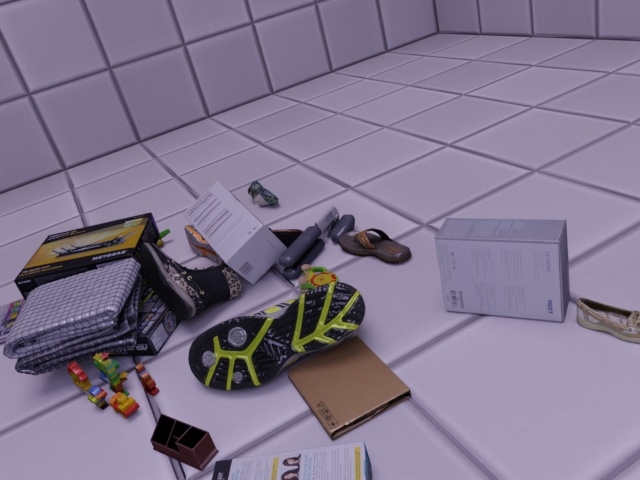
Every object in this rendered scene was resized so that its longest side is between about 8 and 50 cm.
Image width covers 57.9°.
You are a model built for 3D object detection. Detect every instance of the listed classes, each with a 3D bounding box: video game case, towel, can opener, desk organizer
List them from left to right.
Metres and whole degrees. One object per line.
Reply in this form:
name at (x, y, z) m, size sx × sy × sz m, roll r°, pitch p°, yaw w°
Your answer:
video game case at (-0.873, 0.224, 1.628) m, size 0.183 × 0.023 × 0.201 m, roll -20°, pitch 27°, yaw -8°
towel at (-0.546, 0.171, 1.326) m, size 0.284 × 0.121 × 0.235 m, roll -18°, pitch 29°, yaw 2°
desk organizer at (-0.248, 0.355, 1.027) m, size 0.130 × 0.050 × 0.047 m, roll 6°, pitch 34°, yaw 35°
can opener at (0.000, 0.000, 1.537) m, size 0.095 × 0.076 × 0.283 m, roll 2°, pitch 33°, yaw 32°

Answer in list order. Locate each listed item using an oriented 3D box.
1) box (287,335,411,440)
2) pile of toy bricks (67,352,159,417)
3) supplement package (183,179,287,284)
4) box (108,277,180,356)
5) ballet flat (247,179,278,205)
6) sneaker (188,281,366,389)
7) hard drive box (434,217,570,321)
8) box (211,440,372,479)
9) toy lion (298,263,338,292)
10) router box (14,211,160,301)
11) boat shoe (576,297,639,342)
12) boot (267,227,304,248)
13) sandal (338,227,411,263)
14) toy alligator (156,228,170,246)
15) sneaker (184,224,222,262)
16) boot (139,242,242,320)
box at (0.048, 0.265, 1.075) m, size 0.164 × 0.021 × 0.201 m, roll -24°, pitch 28°, yaw -16°
pile of toy bricks at (-0.440, 0.278, 1.210) m, size 0.212 × 0.105 × 0.118 m, roll 11°, pitch 37°, yaw 40°
supplement package at (-0.226, -0.024, 1.521) m, size 0.134 × 0.139 × 0.244 m, roll -45°, pitch 51°, yaw -3°
box at (-0.449, 0.181, 1.449) m, size 0.216 × 0.060 × 0.270 m, roll -6°, pitch 29°, yaw 18°
ballet flat at (-0.197, -0.148, 1.946) m, size 0.070 × 0.070 × 0.188 m, roll -23°, pitch 27°, yaw -15°
sneaker at (-0.082, 0.202, 1.178) m, size 0.385 × 0.145 × 0.147 m, roll -20°, pitch -10°, yaw 8°
hard drive box at (0.358, 0.054, 1.138) m, size 0.232 × 0.181 × 0.089 m, roll 3°, pitch 32°, yaw 31°
box at (-0.046, 0.376, 0.872) m, size 0.244 × 0.060 × 0.100 m, roll -11°, pitch 27°, yaw 9°
toy lion at (-0.003, 0.094, 1.416) m, size 0.096 × 0.034 × 0.100 m, roll -4°, pitch 28°, yaw 8°
router box at (-0.603, 0.041, 1.530) m, size 0.309 × 0.081 × 0.243 m, roll -13°, pitch 28°, yaw 2°
boat shoe at (0.534, 0.139, 1.029) m, size 0.056 × 0.048 × 0.153 m, roll -35°, pitch 33°, yaw -33°
boot at (-0.138, -0.014, 1.629) m, size 0.219 × 0.082 × 0.106 m, roll -11°, pitch 30°, yaw 13°
sandal at (0.136, 0.004, 1.475) m, size 0.090 × 0.060 × 0.219 m, roll -32°, pitch 31°, yaw -29°
toy alligator at (-0.562, 0.017, 1.829) m, size 0.190 × 0.056 × 0.051 m, roll -31°, pitch -11°, yaw -25°
sneaker at (-0.326, 0.001, 1.705) m, size 0.215 × 0.084 × 0.083 m, roll 26°, pitch 48°, yaw 38°
boot at (-0.323, 0.084, 1.433) m, size 0.179 × 0.085 × 0.236 m, roll -17°, pitch 54°, yaw -44°
